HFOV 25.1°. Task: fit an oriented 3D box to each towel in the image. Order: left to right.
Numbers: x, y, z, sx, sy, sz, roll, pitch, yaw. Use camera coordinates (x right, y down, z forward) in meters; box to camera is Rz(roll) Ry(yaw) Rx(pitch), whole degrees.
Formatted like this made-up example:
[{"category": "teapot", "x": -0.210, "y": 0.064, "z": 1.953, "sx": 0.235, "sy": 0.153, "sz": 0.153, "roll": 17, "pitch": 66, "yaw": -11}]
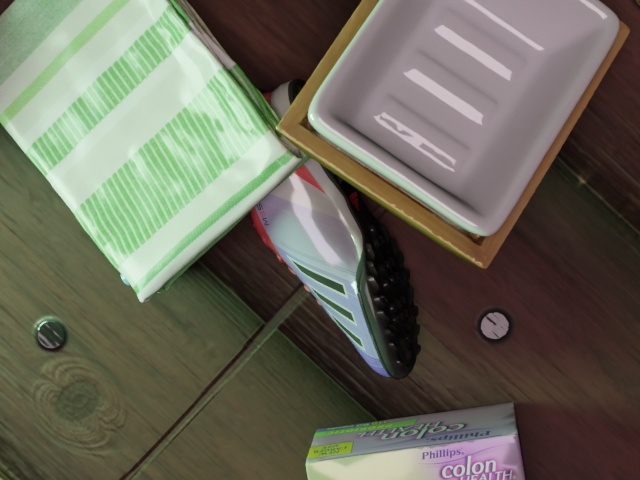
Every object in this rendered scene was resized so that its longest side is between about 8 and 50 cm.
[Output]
[{"category": "towel", "x": -0.193, "y": -0.131, "z": 1.424, "sx": 0.248, "sy": 0.038, "sz": 0.325, "roll": -42, "pitch": 82, "yaw": 21}]

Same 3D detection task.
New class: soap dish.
[{"category": "soap dish", "x": 0.124, "y": -0.145, "z": 1.351, "sx": 0.229, "sy": 0.118, "sz": 0.291, "roll": 34, "pitch": 72, "yaw": -1}]

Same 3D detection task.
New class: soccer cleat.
[{"category": "soccer cleat", "x": 0.000, "y": 0.000, "z": 1.451, "sx": 0.116, "sy": 0.108, "sz": 0.318, "roll": -22, "pitch": 96, "yaw": 24}]

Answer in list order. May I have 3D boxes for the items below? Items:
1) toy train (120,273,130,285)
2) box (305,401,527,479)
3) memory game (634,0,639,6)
[{"category": "toy train", "x": -0.151, "y": -0.030, "z": 1.475, "sx": 0.166, "sy": 0.046, "sz": 0.125, "roll": -35, "pitch": 89, "yaw": 23}, {"category": "box", "x": 0.113, "y": 0.308, "z": 1.472, "sx": 0.214, "sy": 0.117, "sz": 0.243, "roll": -9, "pitch": 99, "yaw": 7}, {"category": "memory game", "x": 0.362, "y": -0.235, "z": 1.342, "sx": 0.186, "sy": 0.186, "sz": 0.012, "roll": 43, "pitch": 66, "yaw": -2}]
